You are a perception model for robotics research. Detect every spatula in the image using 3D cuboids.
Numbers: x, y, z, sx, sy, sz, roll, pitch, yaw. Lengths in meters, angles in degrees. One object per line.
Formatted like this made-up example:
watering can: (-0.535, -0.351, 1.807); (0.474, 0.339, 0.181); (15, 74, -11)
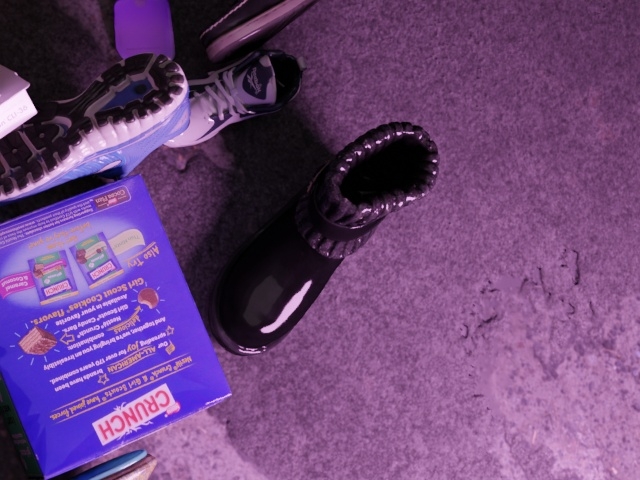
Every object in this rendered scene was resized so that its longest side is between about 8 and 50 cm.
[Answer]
spatula: (-0.263, -0.395, 1.779); (0.084, 0.030, 0.297); (-7, 84, -19)

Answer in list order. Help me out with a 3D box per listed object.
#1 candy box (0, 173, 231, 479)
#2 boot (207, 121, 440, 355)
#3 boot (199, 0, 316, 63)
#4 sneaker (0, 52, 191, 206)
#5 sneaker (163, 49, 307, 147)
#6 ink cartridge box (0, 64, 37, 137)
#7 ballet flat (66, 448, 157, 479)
candy box: (-0.304, 0.112, 1.634); (0.268, 0.122, 0.317); (-22, 88, -23)
boot: (-0.003, -0.003, 1.687); (0.131, 0.260, 0.348); (39, 70, -10)
boot: (-0.096, -0.449, 1.791); (0.377, 0.138, 0.284); (-43, 98, -25)
sneaker: (-0.314, -0.115, 1.659); (0.330, 0.147, 0.130); (-23, 62, -2)
sneaker: (-0.120, -0.204, 1.735); (0.235, 0.153, 0.094); (-16, 86, -22)
ink cartridge box: (-0.441, -0.170, 1.588); (0.115, 0.198, 0.067); (-39, 131, -21)
ballet flat: (-0.360, 0.369, 1.577); (0.348, 0.123, 0.123); (-18, 88, -16)
